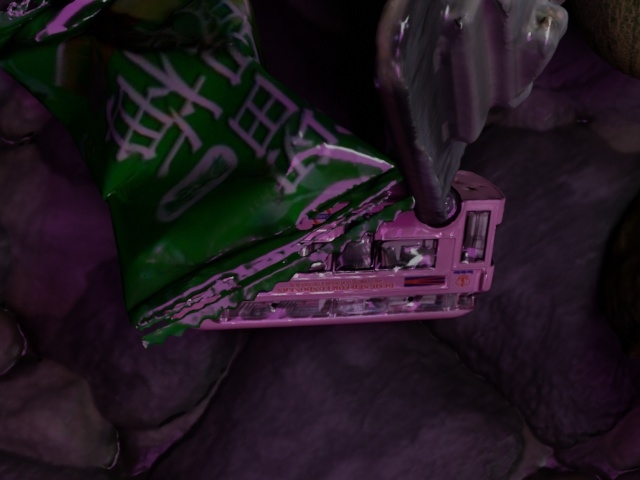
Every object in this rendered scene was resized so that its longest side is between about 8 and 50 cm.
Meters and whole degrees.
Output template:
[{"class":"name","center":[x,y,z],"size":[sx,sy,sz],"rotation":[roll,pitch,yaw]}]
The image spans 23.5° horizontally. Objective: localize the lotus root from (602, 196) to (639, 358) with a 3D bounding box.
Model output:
[{"class":"lotus root","center":[0.337,-0.010,0.928],"size":[0.314,0.210,0.142],"rotation":[-25,127,-28]}]

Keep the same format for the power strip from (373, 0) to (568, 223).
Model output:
[{"class":"power strip","center":[0.091,-0.120,0.739],"size":[0.064,0.213,0.198],"rotation":[17,76,13]}]

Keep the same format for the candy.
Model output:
[{"class":"candy","center":[-0.061,-0.060,0.756],"size":[0.141,0.203,0.078],"rotation":[-35,157,11]}]

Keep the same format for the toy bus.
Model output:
[{"class":"toy bus","center":[0.000,0.000,0.847],"size":[0.203,0.063,0.090],"rotation":[-2,111,-20]}]

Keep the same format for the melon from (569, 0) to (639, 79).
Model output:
[{"class":"melon","center":[0.201,-0.179,0.827],"size":[0.139,0.139,0.192],"rotation":[6,109,-24]}]
